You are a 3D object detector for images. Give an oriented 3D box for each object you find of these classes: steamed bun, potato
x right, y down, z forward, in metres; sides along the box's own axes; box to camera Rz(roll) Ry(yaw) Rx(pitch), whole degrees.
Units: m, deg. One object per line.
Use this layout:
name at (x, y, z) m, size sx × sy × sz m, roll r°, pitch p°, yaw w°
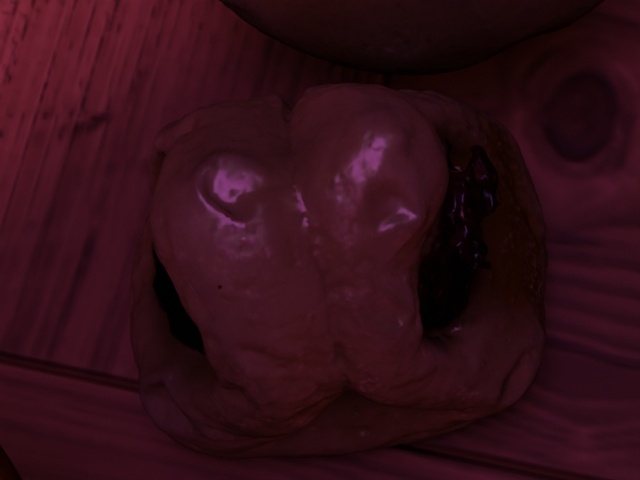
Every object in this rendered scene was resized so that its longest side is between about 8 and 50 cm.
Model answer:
steamed bun at (0.000, 0.000, 0.612) m, size 0.172 × 0.155 × 0.140 m, roll -7°, pitch 72°, yaw 6°
potato at (0.022, -0.160, 0.666) m, size 0.235 × 0.160 × 0.178 m, roll 24°, pitch 37°, yaw 28°

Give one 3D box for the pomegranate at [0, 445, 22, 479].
pomegranate at (-0.227, 0.167, 0.506) m, size 0.333 × 0.332 × 0.332 m, roll -2°, pitch 72°, yaw 7°
